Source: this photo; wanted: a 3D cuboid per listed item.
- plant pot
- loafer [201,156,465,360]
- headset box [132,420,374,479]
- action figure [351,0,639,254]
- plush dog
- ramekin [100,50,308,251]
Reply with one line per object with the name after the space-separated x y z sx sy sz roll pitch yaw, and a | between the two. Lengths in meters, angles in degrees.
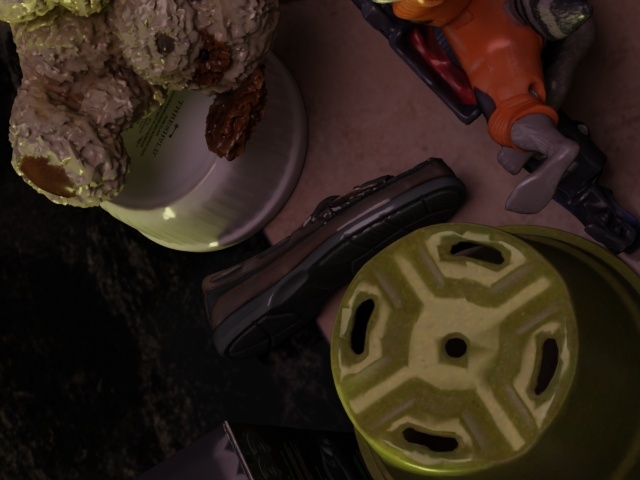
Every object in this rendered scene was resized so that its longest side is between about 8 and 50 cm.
0.124 0.098 1.482 0.276 0.254 0.276 -4 77 16 | plant pot
0.000 0.000 1.680 0.267 0.096 0.084 -37 62 20 | loafer
-0.086 0.262 1.576 0.246 0.283 0.131 -33 69 18 | headset box
0.172 -0.136 1.510 0.341 0.330 0.178 43 111 -7 | action figure
-0.144 -0.179 1.625 0.225 0.210 0.262 -3 114 13 | plush dog
-0.126 -0.097 1.745 0.207 0.109 0.207 -4 82 27 | ramekin
